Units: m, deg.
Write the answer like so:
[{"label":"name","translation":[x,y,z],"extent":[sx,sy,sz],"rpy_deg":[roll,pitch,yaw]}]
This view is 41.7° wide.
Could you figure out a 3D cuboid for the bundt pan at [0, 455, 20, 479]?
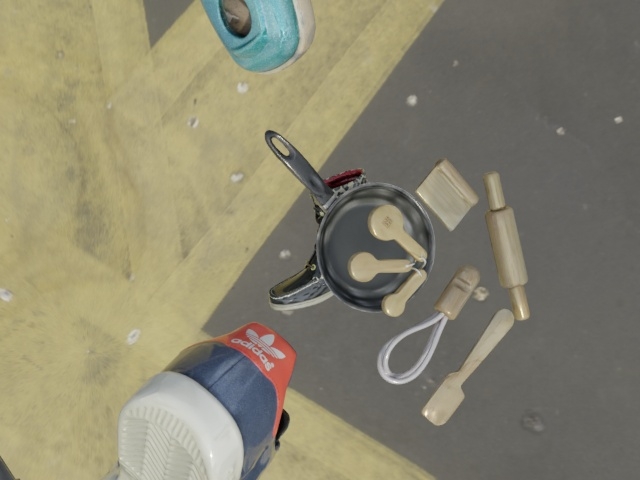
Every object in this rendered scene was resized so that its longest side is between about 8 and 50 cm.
[{"label":"bundt pan","translation":[-0.603,0.370,1.189],"extent":[0.330,0.331,0.124],"rpy_deg":[-24,90,-17]}]

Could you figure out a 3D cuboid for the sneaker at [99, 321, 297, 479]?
[{"label":"sneaker","translation":[-0.107,0.197,0.732],"extent":[0.131,0.350,0.148],"rpy_deg":[41,46,8]}]

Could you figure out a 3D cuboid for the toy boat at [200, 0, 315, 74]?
[{"label":"toy boat","translation":[-0.081,-0.385,1.185],"extent":[0.148,0.318,0.268],"rpy_deg":[-32,98,-39]}]

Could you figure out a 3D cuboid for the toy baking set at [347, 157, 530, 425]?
[{"label":"toy baking set","translation":[0.129,0.049,0.867],"extent":[0.196,0.030,0.256],"rpy_deg":[-22,102,-17]}]

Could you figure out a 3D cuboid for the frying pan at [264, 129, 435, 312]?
[{"label":"frying pan","translation":[0.026,-0.012,1.261],"extent":[0.326,0.053,0.197],"rpy_deg":[22,84,-19]}]

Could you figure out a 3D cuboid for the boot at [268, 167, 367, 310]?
[{"label":"boot","translation":[0.000,-0.001,1.389],"extent":[0.236,0.085,0.179],"rpy_deg":[-25,116,-10]}]
